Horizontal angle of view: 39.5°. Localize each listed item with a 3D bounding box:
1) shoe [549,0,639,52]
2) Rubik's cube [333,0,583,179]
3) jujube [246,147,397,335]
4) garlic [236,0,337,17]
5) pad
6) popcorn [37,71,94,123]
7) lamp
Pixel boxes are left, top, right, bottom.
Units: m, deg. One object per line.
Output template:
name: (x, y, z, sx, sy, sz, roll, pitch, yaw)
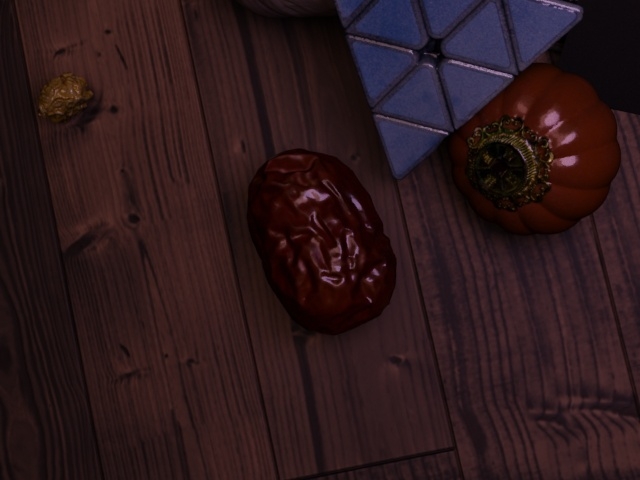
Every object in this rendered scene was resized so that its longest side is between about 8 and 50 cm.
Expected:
shoe: (0.360, -0.306, 1.166, 0.290, 0.137, 0.114, 20, 88, 9)
Rubik's cube: (0.142, -0.254, 1.106, 0.228, 0.233, 0.229, -28, 73, -11)
jujube: (0.000, 0.000, 1.181, 0.174, 0.174, 0.250, -29, 72, 4)
garlic: (-0.048, -0.436, 1.161, 0.317, 0.259, 0.318, 9, 106, 32)
pad: (0.382, -0.243, 1.135, 0.142, 0.211, 0.003, 14, 57, 8)
popcorn: (-0.369, -0.203, 1.277, 0.083, 0.082, 0.057, -39, 95, -3)
lamp: (0.270, -0.115, 1.136, 0.223, 0.196, 0.223, 15, 117, 33)
